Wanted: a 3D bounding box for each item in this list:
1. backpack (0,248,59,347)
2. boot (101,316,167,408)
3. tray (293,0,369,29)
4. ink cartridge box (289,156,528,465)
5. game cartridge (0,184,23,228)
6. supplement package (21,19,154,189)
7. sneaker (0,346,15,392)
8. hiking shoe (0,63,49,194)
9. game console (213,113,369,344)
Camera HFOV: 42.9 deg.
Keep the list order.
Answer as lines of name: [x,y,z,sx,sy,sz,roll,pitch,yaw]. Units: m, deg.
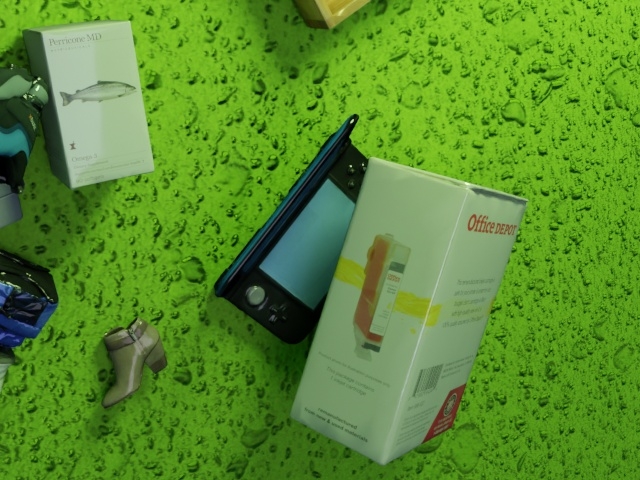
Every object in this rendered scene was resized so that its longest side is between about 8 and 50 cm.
backpack: [-0.391,0.066,0.976,0.120,0.098,0.101,33,92,-33]
boot: [-0.269,0.162,1.112,0.118,0.042,0.087,-37,113,-16]
tray: [0.107,-0.485,1.096,0.411,0.076,0.202,-39,120,-14]
ink cartridge box: [0.136,0.092,1.180,0.279,0.161,0.384,4,106,-61]
game cartridge: [-0.464,-0.062,0.812,0.355,0.068,0.230,-38,123,-54]
supplement package: [-0.274,-0.165,0.964,0.105,0.105,0.179,-16,112,-26]
sneaker: [-0.514,0.175,0.940,0.297,0.111,0.129,7,108,-29]
hiking shoe: [-0.381,-0.123,0.776,0.304,0.113,0.132,7,87,-62]
game console: [0.000,0.000,1.129,0.250,0.173,0.293,41,84,-32]
